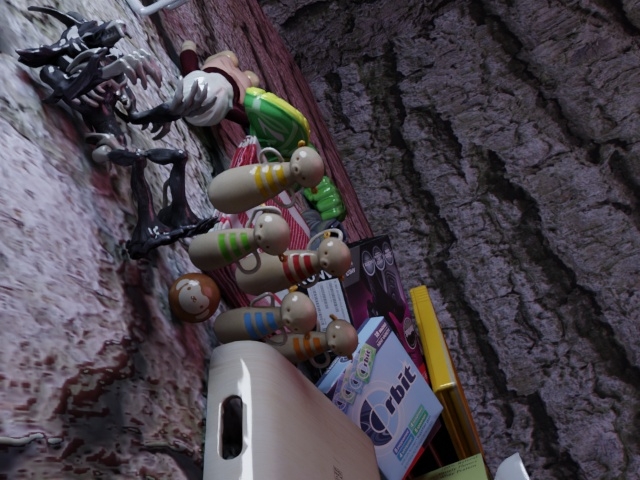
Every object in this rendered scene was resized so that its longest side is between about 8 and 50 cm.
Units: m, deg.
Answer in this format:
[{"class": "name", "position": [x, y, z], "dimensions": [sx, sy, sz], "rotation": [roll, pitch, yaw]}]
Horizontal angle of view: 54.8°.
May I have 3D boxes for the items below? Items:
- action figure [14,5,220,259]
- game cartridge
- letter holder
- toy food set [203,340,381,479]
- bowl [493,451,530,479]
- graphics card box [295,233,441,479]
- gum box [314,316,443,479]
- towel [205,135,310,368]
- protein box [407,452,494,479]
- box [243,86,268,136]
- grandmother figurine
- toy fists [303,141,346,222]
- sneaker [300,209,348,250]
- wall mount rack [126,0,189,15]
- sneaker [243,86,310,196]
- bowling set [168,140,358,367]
[{"class": "action figure", "position": [-0.185, -0.130, 0.619], "dimensions": [0.275, 0.141, 0.164], "rotation": [66, 21, -1]}, {"class": "game cartridge", "position": [0.259, 0.285, 1.271], "dimensions": [0.323, 0.053, 0.285], "rotation": [-96, 164, -61]}, {"class": "letter holder", "position": [0.249, 0.448, 1.423], "dimensions": [0.301, 0.152, 0.214], "rotation": [63, 12, -8]}, {"class": "toy food set", "position": [-0.018, 0.276, 0.673], "dimensions": [0.306, 0.092, 0.219], "rotation": [49, 19, -33]}, {"class": "bowl", "position": [0.305, 0.402, 0.913], "dimensions": [0.142, 0.053, 0.142], "rotation": [56, 12, -45]}, {"class": "graphics card box", "position": [0.084, 0.187, 1.025], "dimensions": [0.233, 0.094, 0.370], "rotation": [-16, 90, -61]}, {"class": "gum box", "position": [0.086, 0.230, 0.884], "dimensions": [0.157, 0.041, 0.184], "rotation": [-46, 109, -38]}, {"class": "towel", "position": [-0.079, 0.006, 0.955], "dimensions": [0.237, 0.037, 0.329], "rotation": [59, 22, -33]}, {"class": "protein box", "position": [0.186, 0.448, 0.927], "dimensions": [0.135, 0.200, 0.201], "rotation": [66, 9, 4]}, {"class": "box", "position": [-0.138, -0.287, 1.496], "dimensions": [0.183, 0.059, 0.233], "rotation": [63, 9, 0]}, {"class": "grandmother figurine", "position": [-0.185, -0.273, 1.131], "dimensions": [0.208, 0.104, 0.342], "rotation": [35, 19, -9]}, {"class": "toy fists", "position": [-0.013, -0.171, 1.779], "dimensions": [0.142, 0.096, 0.279], "rotation": [67, -1, -73]}, {"class": "sneaker", "position": [0.000, 0.000, 1.313], "dimensions": [0.111, 0.121, 0.300], "rotation": [61, 10, -20]}, {"class": "wall mount rack", "position": [-0.316, -0.540, 1.031], "dimensions": [0.350, 0.131, 0.304], "rotation": [-92, 159, -67]}, {"class": "sneaker", "position": [-0.085, -0.150, 1.105], "dimensions": [0.110, 0.123, 0.295], "rotation": [27, -24, 19]}, {"class": "bowling set", "position": [-0.056, 0.049, 0.700], "dimensions": [0.286, 0.154, 0.200], "rotation": [70, 24, -11]}]
